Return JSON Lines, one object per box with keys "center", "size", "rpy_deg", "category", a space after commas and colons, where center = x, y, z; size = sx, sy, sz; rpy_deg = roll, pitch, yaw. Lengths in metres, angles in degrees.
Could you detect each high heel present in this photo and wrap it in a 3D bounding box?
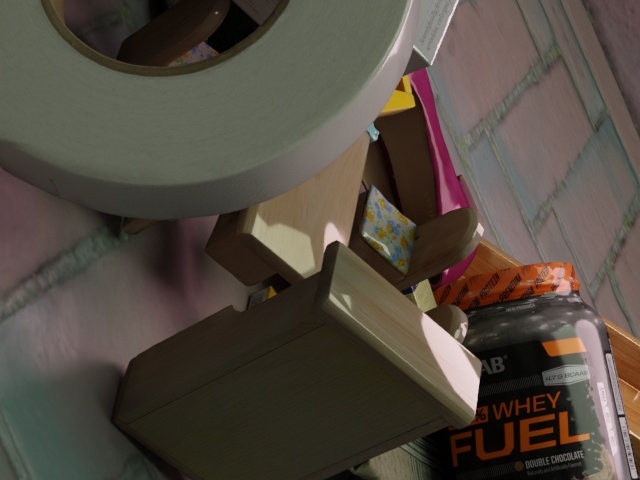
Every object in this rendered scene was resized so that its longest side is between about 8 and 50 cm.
{"center": [0.074, -0.126, 2.045], "size": [0.377, 0.127, 0.181], "rpy_deg": [55, 24, -11], "category": "high heel"}

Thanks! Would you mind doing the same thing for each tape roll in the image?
{"center": [-0.114, -0.204, 1.394], "size": [0.072, 0.392, 0.392], "rpy_deg": [79, 0, -66], "category": "tape roll"}

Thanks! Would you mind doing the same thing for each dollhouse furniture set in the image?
{"center": [0.000, 0.000, 1.538], "size": [0.362, 0.256, 0.394], "rpy_deg": [41, 41, -27], "category": "dollhouse furniture set"}

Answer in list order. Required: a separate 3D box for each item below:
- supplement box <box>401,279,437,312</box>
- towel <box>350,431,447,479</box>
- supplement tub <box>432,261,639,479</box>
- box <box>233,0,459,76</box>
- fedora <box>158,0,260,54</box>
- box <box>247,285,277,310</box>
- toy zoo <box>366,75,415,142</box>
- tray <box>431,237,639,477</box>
{"center": [0.087, 0.080, 1.838], "size": [0.083, 0.056, 0.083], "rpy_deg": [-51, 124, -71], "category": "supplement box"}
{"center": [0.054, 0.130, 1.887], "size": [0.324, 0.056, 0.312], "rpy_deg": [43, 35, -63], "category": "towel"}
{"center": [0.231, 0.205, 1.936], "size": [0.207, 0.207, 0.338], "rpy_deg": [11, 65, -64], "category": "supplement tub"}
{"center": [0.028, -0.256, 1.566], "size": [0.182, 0.119, 0.181], "rpy_deg": [41, 56, -26], "category": "box"}
{"center": [-0.031, -0.214, 1.885], "size": [0.334, 0.152, 0.334], "rpy_deg": [48, 30, -41], "category": "fedora"}
{"center": [-0.030, 0.121, 1.755], "size": [0.136, 0.028, 0.081], "rpy_deg": [58, 25, -30], "category": "box"}
{"center": [0.014, -0.235, 1.781], "size": [0.192, 0.030, 0.293], "rpy_deg": [4, 70, -56], "category": "toy zoo"}
{"center": [0.301, 0.158, 2.170], "size": [0.411, 0.076, 0.203], "rpy_deg": [33, 32, -8], "category": "tray"}
